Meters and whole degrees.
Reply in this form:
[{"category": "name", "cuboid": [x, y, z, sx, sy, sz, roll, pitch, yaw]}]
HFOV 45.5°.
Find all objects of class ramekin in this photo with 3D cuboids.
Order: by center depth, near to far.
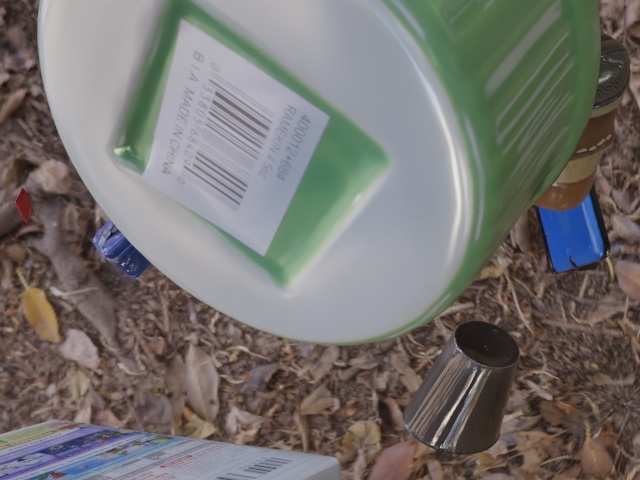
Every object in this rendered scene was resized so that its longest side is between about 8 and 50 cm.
[{"category": "ramekin", "cuboid": [-0.011, -0.083, 0.439, 0.304, 0.303, 0.148, 16, 43, 24]}]

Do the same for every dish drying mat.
[{"category": "dish drying mat", "cuboid": [-0.507, -0.059, 1.310, 0.008, 0.083, 0.032, 19, 66, -3]}]

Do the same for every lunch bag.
[{"category": "lunch bag", "cuboid": [-0.243, -0.010, 0.997, 0.098, 0.065, 0.067, -48, 42, -6]}]

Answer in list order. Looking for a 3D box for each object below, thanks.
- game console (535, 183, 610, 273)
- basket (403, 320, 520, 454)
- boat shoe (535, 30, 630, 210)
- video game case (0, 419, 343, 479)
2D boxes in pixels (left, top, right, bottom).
[{"category": "game console", "cuboid": [0.503, -0.094, 1.474, 0.174, 0.250, 0.292, -9, 80, -17]}, {"category": "basket", "cuboid": [0.284, 0.279, 1.472, 0.205, 0.226, 0.154, 4, 36, -12]}, {"category": "boat shoe", "cuboid": [0.130, -0.124, 0.614, 0.123, 0.324, 0.119, -8, 119, -3]}, {"category": "video game case", "cuboid": [-0.128, 0.110, 0.288, 0.194, 0.212, 0.023, -3, 91, 35]}]
